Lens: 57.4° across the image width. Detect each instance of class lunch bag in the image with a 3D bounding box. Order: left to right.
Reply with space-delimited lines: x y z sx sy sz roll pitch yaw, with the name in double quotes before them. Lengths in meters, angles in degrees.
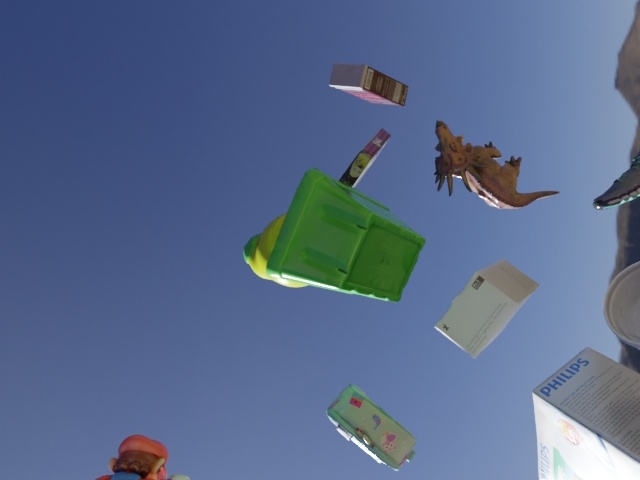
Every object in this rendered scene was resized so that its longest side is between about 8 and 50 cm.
"lunch bag" 0.124 0.462 1.438 0.108 0.224 0.279 -48 -10 -9

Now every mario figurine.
"mario figurine" -0.411 0.565 1.258 0.198 0.170 0.320 37 -163 -4

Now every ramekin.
"ramekin" 0.735 0.153 1.259 0.109 0.207 0.207 34 -120 -32

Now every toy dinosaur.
"toy dinosaur" 0.349 -0.130 1.232 0.127 0.295 0.200 -61 -8 23

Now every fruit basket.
"fruit basket" 0.000 0.000 1.341 0.392 0.391 0.283 20 -85 -54

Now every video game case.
"video game case" 0.098 -0.186 1.580 0.041 0.210 0.232 36 -151 1

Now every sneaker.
"sneaker" 0.714 -0.149 1.332 0.083 0.223 0.098 42 -156 -82

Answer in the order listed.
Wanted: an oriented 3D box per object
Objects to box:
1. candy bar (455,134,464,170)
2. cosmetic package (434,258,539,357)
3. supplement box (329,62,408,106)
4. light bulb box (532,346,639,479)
"candy bar" 0.386 -0.236 1.669 0.040 0.018 0.162 -50 -23 -26
"cosmetic package" 0.522 0.196 1.800 0.385 0.156 0.217 -13 -42 -60
"supplement box" 0.154 -0.483 1.821 0.239 0.130 0.073 6 -81 -50
"light bulb box" 0.732 0.519 1.409 0.225 0.361 0.358 -28 -59 -21
